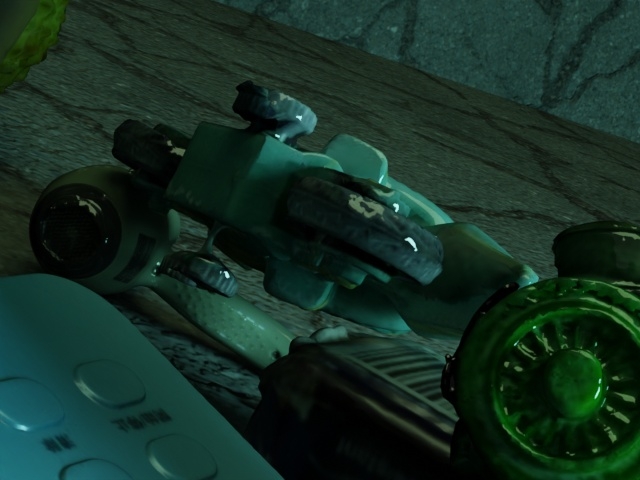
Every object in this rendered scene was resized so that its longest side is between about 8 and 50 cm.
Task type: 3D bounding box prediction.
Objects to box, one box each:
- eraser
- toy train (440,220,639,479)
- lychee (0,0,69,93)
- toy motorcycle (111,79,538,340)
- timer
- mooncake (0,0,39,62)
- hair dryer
[{"bbox_3d":[0.119,0.156,0.728,0.332,0.102,0.155,30,14,24],"label":"eraser"},{"bbox_3d":[0.141,0.121,0.565,0.201,0.266,0.145,2,-22,9],"label":"toy train"},{"bbox_3d":[-0.316,-0.220,1.156,0.270,0.270,0.320,26,43,14],"label":"lychee"},{"bbox_3d":[0.001,0.000,0.844,0.198,0.109,0.296,28,-4,-26],"label":"toy motorcycle"},{"bbox_3d":[-0.085,0.118,0.583,0.250,0.091,0.232,32,16,20],"label":"timer"},{"bbox_3d":[-0.346,-0.217,0.799,0.394,0.393,0.246,41,5,-25],"label":"mooncake"},{"bbox_3d":[-0.090,0.018,1.010,0.225,0.088,0.219,32,7,-16],"label":"hair dryer"}]
